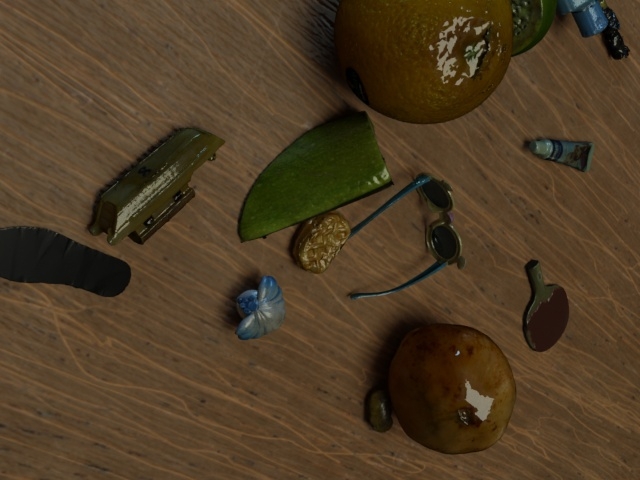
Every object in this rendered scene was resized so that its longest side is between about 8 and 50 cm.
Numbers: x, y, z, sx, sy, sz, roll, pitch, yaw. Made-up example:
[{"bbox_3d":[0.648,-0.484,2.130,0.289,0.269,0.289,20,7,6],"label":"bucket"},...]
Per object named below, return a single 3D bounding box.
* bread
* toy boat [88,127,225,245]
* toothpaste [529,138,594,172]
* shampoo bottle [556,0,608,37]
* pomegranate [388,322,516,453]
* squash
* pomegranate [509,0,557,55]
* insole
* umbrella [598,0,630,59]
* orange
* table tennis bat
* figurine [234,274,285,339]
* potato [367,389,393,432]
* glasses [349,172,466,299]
[{"bbox_3d":[0.000,0.000,1.634,0.083,0.044,0.110,38,84,-41],"label":"bread"},{"bbox_3d":[-0.222,-0.073,1.410,0.226,0.068,0.088,-45,135,-21],"label":"toy boat"},{"bbox_3d":[0.472,-0.172,1.970,0.216,0.037,0.062,4,103,-46],"label":"toothpaste"},{"bbox_3d":[0.432,-0.473,1.771,0.104,0.061,0.258,-41,119,-11],"label":"shampoo bottle"},{"bbox_3d":[0.231,0.264,1.812,0.248,0.248,0.248,-16,116,-35],"label":"pomegranate"},{"bbox_3d":[-0.028,-0.111,1.585,0.252,0.169,0.093,-21,123,7],"label":"squash"},{"bbox_3d":[0.286,-0.418,1.625,0.159,0.190,0.240,-49,135,-50],"label":"pomegranate"},{"bbox_3d":[-0.354,0.030,1.377,0.232,0.003,0.080,18,95,-43],"label":"insole"},{"bbox_3d":[0.557,-0.406,1.947,0.037,0.040,0.144,-44,129,-7],"label":"umbrella"},{"bbox_3d":[0.154,-0.300,1.491,0.274,0.274,0.274,-16,116,-35],"label":"orange"},{"bbox_3d":[0.459,0.134,2.088,0.131,0.022,0.234,-40,129,-21],"label":"table tennis bat"},{"bbox_3d":[-0.093,0.109,1.590,0.114,0.079,0.114,17,90,-79],"label":"figurine"},{"bbox_3d":[0.108,0.315,1.847,0.046,0.045,0.092,-62,150,-56],"label":"potato"},{"bbox_3d":[0.128,-0.007,1.746,0.221,0.088,0.189,-21,122,-10],"label":"glasses"}]
